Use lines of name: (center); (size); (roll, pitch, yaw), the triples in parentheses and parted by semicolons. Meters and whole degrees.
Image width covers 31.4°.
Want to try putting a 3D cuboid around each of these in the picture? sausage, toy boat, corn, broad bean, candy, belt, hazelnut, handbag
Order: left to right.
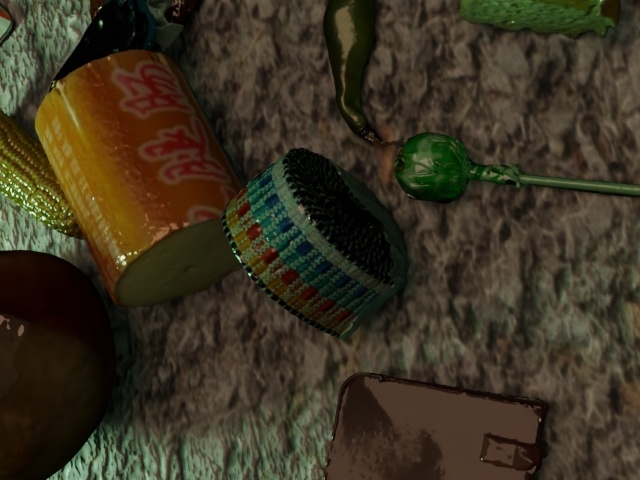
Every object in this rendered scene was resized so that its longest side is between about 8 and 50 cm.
hazelnut: (-0.458, 0.174, 1.568); (0.366, 0.366, 0.365); (-3, 80, 21)
corn: (-0.452, -0.108, 1.728); (0.310, 0.101, 0.101); (39, 96, 17)
toy boat: (-0.311, -0.240, 1.679); (0.299, 0.092, 0.134); (-45, 51, 38)
sausage: (-0.234, -0.083, 1.568); (0.233, 0.233, 0.287); (-32, 72, 14)
belt: (0.000, 0.000, 1.454); (0.150, 0.257, 0.207); (-37, 49, 22)
broad bean: (0.054, -0.277, 1.580); (0.098, 0.056, 0.318); (-14, 82, 13)
handbag: (0.141, 0.306, 1.442); (0.276, 0.084, 0.260); (9, 82, 22)
candy: (0.255, -0.083, 1.467); (0.324, 0.097, 0.097); (7, 84, 14)

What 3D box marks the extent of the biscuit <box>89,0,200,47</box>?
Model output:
biscuit: (-0.267, -0.377, 1.722); (0.192, 0.049, 0.192); (-4, 78, 21)

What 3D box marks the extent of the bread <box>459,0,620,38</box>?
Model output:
bread: (0.275, -0.394, 1.437); (0.239, 0.196, 0.252); (9, 88, 18)

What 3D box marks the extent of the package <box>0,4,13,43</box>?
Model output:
package: (-0.617, -0.321, 1.860); (0.232, 0.040, 0.166); (-45, 72, 1)
